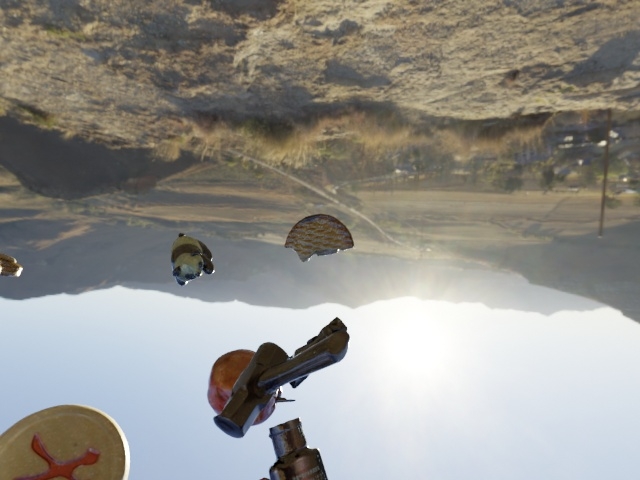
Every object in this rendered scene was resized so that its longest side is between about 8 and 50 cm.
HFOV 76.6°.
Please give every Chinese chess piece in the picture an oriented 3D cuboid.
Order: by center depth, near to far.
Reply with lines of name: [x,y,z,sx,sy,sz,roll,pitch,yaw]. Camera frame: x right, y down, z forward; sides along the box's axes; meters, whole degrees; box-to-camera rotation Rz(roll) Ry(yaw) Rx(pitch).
Chinese chess piece: [-0.668,0.593,1.020,0.338,0.337,0.140,8,143,-30]

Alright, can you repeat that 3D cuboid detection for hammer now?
hammer: [-0.074,0.308,0.933,0.095,0.242,0.409,46,131,-10]

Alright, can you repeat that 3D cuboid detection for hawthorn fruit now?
hawthorn fruit: [-0.227,0.505,1.389,0.301,0.253,0.254,5,175,12]

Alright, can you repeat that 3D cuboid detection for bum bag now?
bum bag: [-0.023,0.393,1.393,0.074,0.310,0.137,35,-159,-32]

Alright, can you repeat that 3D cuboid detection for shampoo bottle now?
shampoo bottle: [-0.029,0.539,0.829,0.129,0.322,0.084,-6,155,-36]

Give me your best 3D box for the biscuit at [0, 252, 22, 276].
biscuit: [-0.598,0.023,0.623,0.197,0.048,0.301,11,173,-16]

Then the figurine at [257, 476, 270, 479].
figurine: [-0.128,0.654,1.053,0.068,0.075,0.140,-43,148,17]

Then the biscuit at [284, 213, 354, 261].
biscuit: [0.000,0.000,1.307,0.229,0.176,0.031,26,-171,22]

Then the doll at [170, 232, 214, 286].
doll: [-0.476,0.074,1.465,0.144,0.135,0.234,-27,-144,-4]
